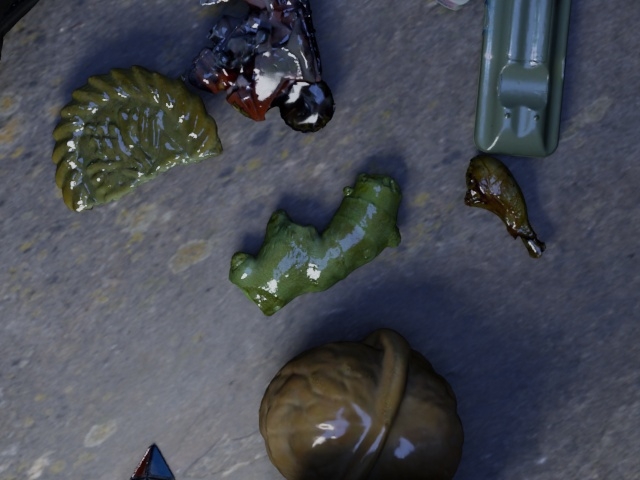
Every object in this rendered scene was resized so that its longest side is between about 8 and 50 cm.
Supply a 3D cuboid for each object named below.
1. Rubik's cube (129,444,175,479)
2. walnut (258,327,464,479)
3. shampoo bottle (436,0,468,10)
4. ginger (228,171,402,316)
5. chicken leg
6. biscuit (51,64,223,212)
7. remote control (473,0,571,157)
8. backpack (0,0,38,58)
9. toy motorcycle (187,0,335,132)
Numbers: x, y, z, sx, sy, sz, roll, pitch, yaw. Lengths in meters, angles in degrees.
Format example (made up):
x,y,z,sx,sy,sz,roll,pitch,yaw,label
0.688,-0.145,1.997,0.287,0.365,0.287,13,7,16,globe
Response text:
x,y,z,sx,sy,sz,roll,pitch,yaw,label
-0.222,0.430,1.924,0.178,0.211,0.191,28,69,-24,Rubik's cube
0.063,0.265,1.806,0.296,0.285,0.285,23,94,-7,walnut
0.187,-0.371,1.834,0.072,0.099,0.043,37,93,-3,shampoo bottle
-0.004,0.003,1.874,0.289,0.089,0.137,-24,76,6,ginger
0.274,-0.046,1.882,0.093,0.070,0.178,-34,98,39,chicken leg
-0.292,-0.160,1.846,0.273,0.036,0.187,-24,92,19,biscuit
0.303,-0.292,1.859,0.127,0.065,0.335,4,95,-2,remote control
-0.535,-0.313,1.717,0.255,0.363,0.446,40,115,0,backpack
-0.106,-0.343,1.811,0.207,0.134,0.401,-8,106,5,toy motorcycle
